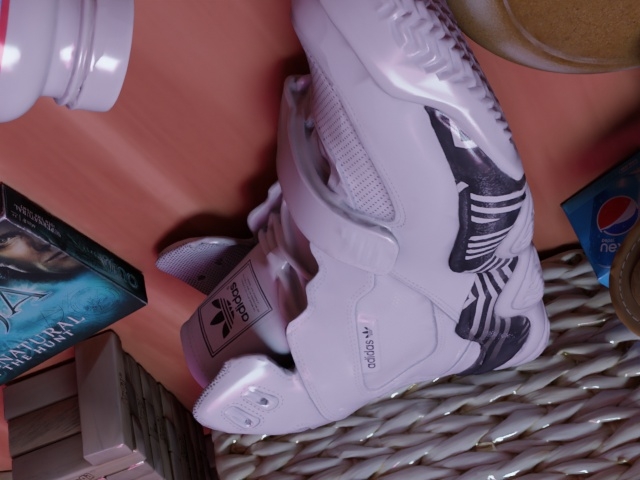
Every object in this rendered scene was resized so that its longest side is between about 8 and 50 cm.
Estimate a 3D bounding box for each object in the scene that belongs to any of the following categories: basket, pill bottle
[{"bbox_3d":[0.115,0.221,0.801,0.331,0.266,0.328,-17,144,3],"label":"basket"},{"bbox_3d":[-0.162,-0.094,0.431,0.160,0.087,0.087,5,139,-26],"label":"pill bottle"}]

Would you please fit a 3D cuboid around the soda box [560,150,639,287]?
[{"bbox_3d":[0.264,0.015,0.756,0.071,0.067,0.210,-39,139,27],"label":"soda box"}]

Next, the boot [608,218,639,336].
[{"bbox_3d":[0.325,-0.014,0.647,0.283,0.109,0.220,-37,156,17],"label":"boot"}]

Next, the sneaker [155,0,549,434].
[{"bbox_3d":[0.000,0.000,0.574,0.210,0.137,0.366,-23,147,4],"label":"sneaker"}]

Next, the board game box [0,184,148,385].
[{"bbox_3d":[-0.217,0.047,0.646,0.186,0.026,0.126,-29,142,17],"label":"board game box"}]

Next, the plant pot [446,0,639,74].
[{"bbox_3d":[0.168,-0.164,0.516,0.236,0.032,0.236,-11,143,-8],"label":"plant pot"}]

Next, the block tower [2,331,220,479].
[{"bbox_3d":[-0.124,0.196,0.824,0.097,0.091,0.335,-21,143,5],"label":"block tower"}]

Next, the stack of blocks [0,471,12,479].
[{"bbox_3d":[-0.349,0.268,0.833,0.297,0.087,0.171,-1,141,-20],"label":"stack of blocks"}]
